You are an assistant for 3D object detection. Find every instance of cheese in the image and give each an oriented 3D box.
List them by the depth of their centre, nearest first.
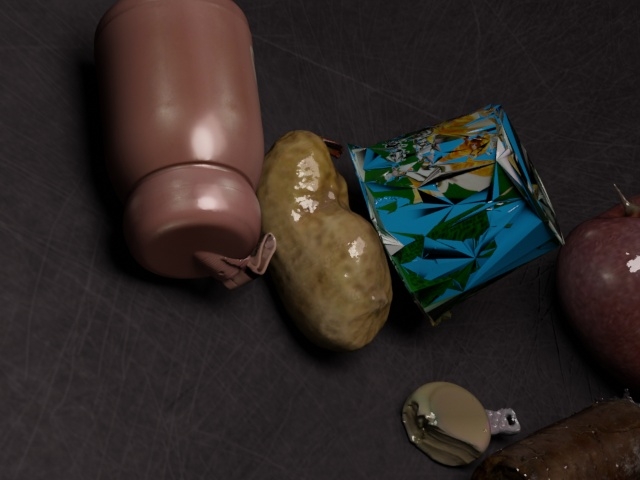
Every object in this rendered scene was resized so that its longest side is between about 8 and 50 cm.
[{"bbox_3d":[0.167,0.213,1.893,0.171,0.047,0.092,23,47,-31],"label":"cheese"}]

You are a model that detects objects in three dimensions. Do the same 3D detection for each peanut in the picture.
[{"bbox_3d":[0.000,0.000,1.828,0.122,0.137,0.253,-5,62,-52],"label":"peanut"}]

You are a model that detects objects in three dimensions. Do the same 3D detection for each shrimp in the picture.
[{"bbox_3d":[0.020,-0.077,1.994,0.127,0.025,0.091,46,38,-2],"label":"shrimp"}]

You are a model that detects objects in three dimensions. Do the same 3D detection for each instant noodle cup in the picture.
[{"bbox_3d":[0.163,-0.041,1.914,0.240,0.178,0.240,60,12,-22],"label":"instant noodle cup"}]

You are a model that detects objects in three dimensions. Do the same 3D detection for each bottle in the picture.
[{"bbox_3d":[-0.133,-0.102,1.754,0.206,0.173,0.296,34,38,-49],"label":"bottle"}]

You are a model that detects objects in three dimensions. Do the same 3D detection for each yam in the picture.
[{"bbox_3d":[0.289,0.265,1.917,0.280,0.131,0.131,-15,72,-46],"label":"yam"}]

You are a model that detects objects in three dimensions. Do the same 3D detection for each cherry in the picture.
[{"bbox_3d":[0.430,0.068,2.135,0.261,0.221,0.307,-27,94,-43],"label":"cherry"}]
